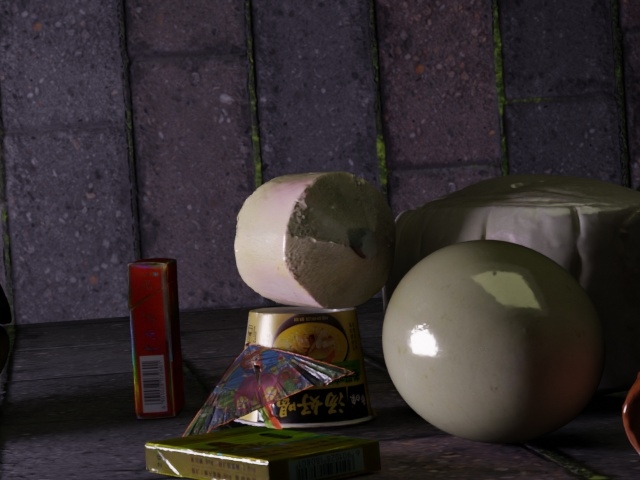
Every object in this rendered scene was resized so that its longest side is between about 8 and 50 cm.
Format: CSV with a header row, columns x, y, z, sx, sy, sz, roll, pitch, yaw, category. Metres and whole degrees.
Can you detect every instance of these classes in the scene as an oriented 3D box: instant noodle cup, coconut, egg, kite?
x,y,z,sx,sy,sz,roll,pitch,yaw,category
-0.018,0.131,2.040,0.151,0.122,0.151,-3,4,0,instant noodle cup
0.000,0.000,2.021,0.147,0.147,0.153,-6,4,-40,coconut
0.163,0.096,1.807,0.189,0.188,0.254,-5,13,-26,egg
-0.058,0.153,1.942,0.190,0.010,0.159,-23,37,5,kite

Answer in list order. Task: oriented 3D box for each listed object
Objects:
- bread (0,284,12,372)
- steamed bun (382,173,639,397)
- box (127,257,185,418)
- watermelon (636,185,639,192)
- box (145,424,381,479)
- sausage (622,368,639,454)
x,y,z,sx,sy,sz,roll,pitch,yaw,category
-0.505,0.114,2.189,0.251,0.208,0.376,-10,0,14,bread
0.194,0.053,2.072,0.236,0.247,0.383,-2,2,-34,steamed bun
-0.187,0.109,2.207,0.048,0.175,0.112,-3,1,2,box
0.510,0.011,2.200,0.359,0.278,0.279,-4,2,0,watermelon
-0.054,0.191,1.726,0.121,0.030,0.193,-5,2,-37,box
0.320,0.132,1.646,0.114,0.113,0.259,-3,3,14,sausage
